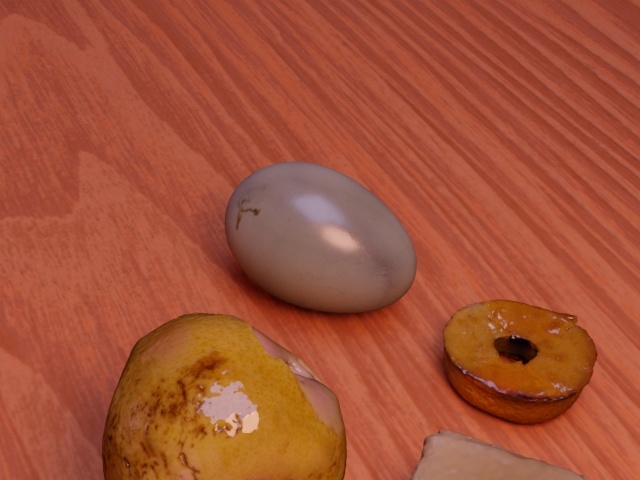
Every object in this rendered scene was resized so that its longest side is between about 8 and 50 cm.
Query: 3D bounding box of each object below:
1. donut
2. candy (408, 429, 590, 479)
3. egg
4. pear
[{"bbox_3d":[0.242,0.154,1.342,0.190,0.075,0.174,9,42,9],"label":"donut"},{"bbox_3d":[0.138,0.346,1.058,0.179,0.135,0.321,19,42,16],"label":"candy"},{"bbox_3d":[0.000,0.000,1.403,0.264,0.183,0.183,26,44,11],"label":"egg"},{"bbox_3d":[-0.099,0.199,1.108,0.271,0.271,0.271,4,41,-3],"label":"pear"}]
